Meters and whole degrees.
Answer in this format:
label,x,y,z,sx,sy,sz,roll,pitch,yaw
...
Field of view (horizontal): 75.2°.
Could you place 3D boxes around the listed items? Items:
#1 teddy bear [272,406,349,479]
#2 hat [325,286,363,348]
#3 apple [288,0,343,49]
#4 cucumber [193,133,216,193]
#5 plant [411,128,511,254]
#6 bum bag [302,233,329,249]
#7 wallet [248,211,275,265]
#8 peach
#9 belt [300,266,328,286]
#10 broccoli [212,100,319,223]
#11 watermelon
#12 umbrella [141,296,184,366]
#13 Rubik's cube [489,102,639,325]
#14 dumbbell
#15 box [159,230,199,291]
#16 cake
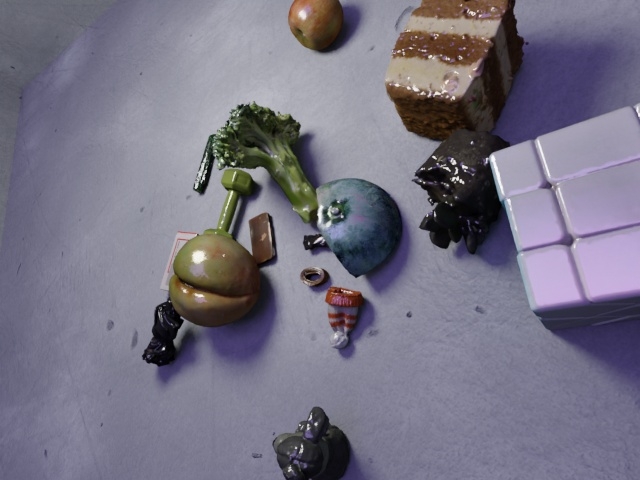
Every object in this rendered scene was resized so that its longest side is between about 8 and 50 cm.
label,x,y,z,sx,sy,sz,roll,pitch,yaw
teddy bear,-0.028,0.492,1.005,0.144,0.251,0.171,10,64,32
hat,0.057,0.214,1.140,0.112,0.094,0.162,5,95,43
apple,-0.014,-0.777,1.455,0.174,0.188,0.188,-45,56,-2
cucumber,-0.450,-0.310,1.646,0.044,0.043,0.256,5,75,28
plant,0.338,-0.121,1.015,0.189,0.199,0.275,20,81,41
bum bag,0.000,0.001,1.266,0.125,0.034,0.057,-8,61,29
wallet,-0.197,-0.004,1.395,0.095,0.026,0.175,-26,61,29
peach,-0.325,0.127,1.294,0.293,0.247,0.291,0,90,5
belt,-0.018,0.109,1.240,0.084,0.036,0.059,-6,77,30
broccoli,-0.131,-0.256,1.326,0.275,0.398,0.352,-43,24,56
watermelon,0.098,-0.080,1.148,0.188,0.175,0.321,-34,60,19
umbrella,-0.516,0.304,1.388,0.122,0.111,0.272,-89,21,-64
Rubik's cube,0.535,-0.021,0.773,0.319,0.322,0.315,-17,67,27
dumbbell,-0.322,-0.100,1.454,0.108,0.122,0.301,-3,70,61
box,-0.511,0.083,1.541,0.123,0.050,0.229,6,77,33
cake,0.337,-0.437,1.078,0.282,0.256,0.290,27,85,36
